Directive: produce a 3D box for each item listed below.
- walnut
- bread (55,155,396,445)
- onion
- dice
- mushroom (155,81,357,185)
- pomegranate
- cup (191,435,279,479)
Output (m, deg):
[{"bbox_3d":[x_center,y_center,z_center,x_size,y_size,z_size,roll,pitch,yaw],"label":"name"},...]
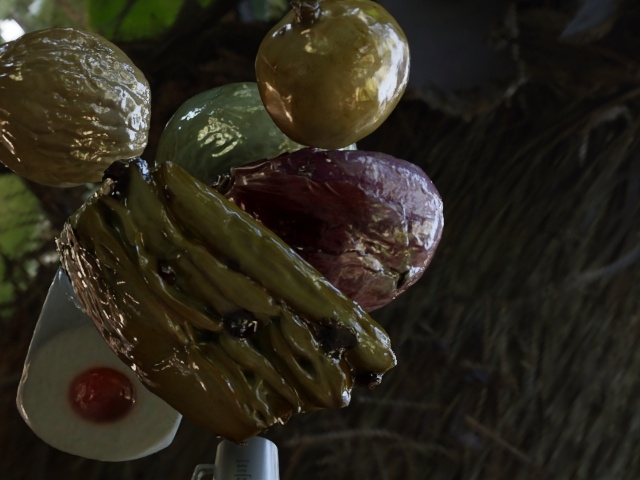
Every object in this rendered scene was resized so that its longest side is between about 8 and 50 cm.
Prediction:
[{"bbox_3d":[-0.362,-0.187,1.811,0.261,0.225,0.225,15,-12,-39],"label":"walnut"},{"bbox_3d":[-0.112,0.077,1.255,0.324,0.167,0.277,37,-19,-6],"label":"bread"},{"bbox_3d":[0.000,0.000,1.466,0.284,0.120,0.227,17,-56,-26],"label":"onion"},{"bbox_3d":[-0.293,0.154,1.911,0.243,0.251,0.259,16,-59,-5],"label":"dice"},{"bbox_3d":[-0.083,-0.098,1.712,0.267,0.164,0.189,21,-61,-6],"label":"mushroom"},{"bbox_3d":[0.010,-0.202,1.489,0.196,0.196,0.196,28,-32,20],"label":"pomegranate"},{"bbox_3d":[-0.088,0.255,1.259,0.104,0.116,0.074,-4,-36,5],"label":"cup"}]
